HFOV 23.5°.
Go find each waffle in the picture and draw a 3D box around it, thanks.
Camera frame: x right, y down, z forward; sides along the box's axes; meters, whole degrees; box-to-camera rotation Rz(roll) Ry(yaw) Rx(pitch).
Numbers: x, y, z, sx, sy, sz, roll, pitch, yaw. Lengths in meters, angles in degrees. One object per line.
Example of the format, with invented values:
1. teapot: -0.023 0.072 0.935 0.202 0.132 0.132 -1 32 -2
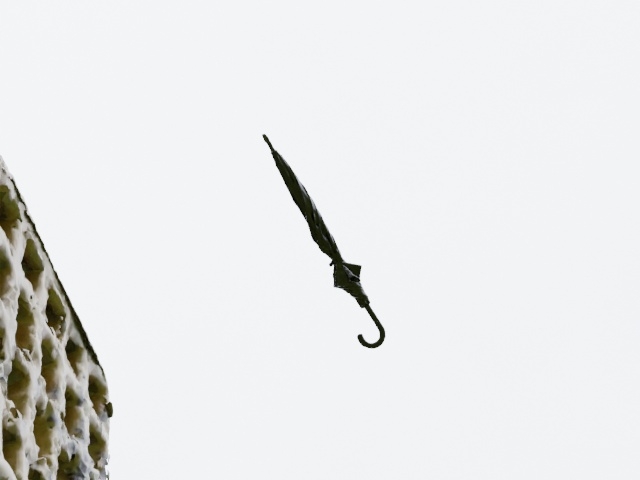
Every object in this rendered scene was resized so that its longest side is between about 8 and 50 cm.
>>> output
1. waffle: -0.252 0.103 1.102 0.114 0.261 0.376 -9 -41 6

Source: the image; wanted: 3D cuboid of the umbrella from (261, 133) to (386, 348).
1. umbrella: 0.004 -0.002 0.946 0.022 0.022 0.149 -25 -90 -22
